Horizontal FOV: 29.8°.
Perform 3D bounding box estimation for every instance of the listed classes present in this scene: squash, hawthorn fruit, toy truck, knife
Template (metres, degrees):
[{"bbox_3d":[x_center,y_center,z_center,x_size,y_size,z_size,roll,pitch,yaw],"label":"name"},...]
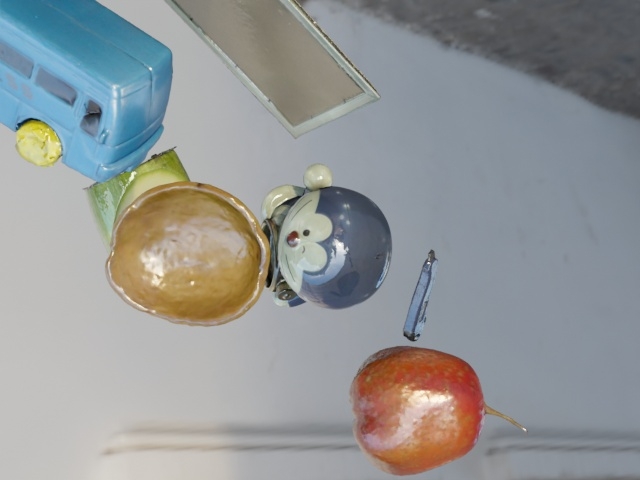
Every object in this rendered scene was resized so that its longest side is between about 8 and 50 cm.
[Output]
[{"bbox_3d":[-0.280,-0.010,2.075,0.189,0.261,0.189,-23,-173,3],"label":"squash"},{"bbox_3d":[0.137,0.196,1.421,0.203,0.163,0.162,-8,164,8],"label":"hawthorn fruit"},{"bbox_3d":[-0.355,-0.226,1.395,0.161,0.385,0.162,-49,170,-51],"label":"toy truck"},{"bbox_3d":[0.114,0.063,1.343,0.031,0.018,0.121,-30,142,-49],"label":"knife"}]

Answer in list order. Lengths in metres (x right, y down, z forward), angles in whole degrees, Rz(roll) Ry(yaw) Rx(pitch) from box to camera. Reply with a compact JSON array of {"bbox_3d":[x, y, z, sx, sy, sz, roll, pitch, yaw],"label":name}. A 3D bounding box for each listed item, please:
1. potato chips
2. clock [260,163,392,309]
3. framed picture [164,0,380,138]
[{"bbox_3d":[-0.166,0.019,1.523,0.208,0.195,0.062,-30,-174,14],"label":"potato chips"},{"bbox_3d":[0.000,0.000,1.576,0.146,0.200,0.243,3,-173,-20],"label":"clock"},{"bbox_3d":[-0.068,-0.243,1.432,0.274,0.017,0.217,47,154,-17],"label":"framed picture"}]
